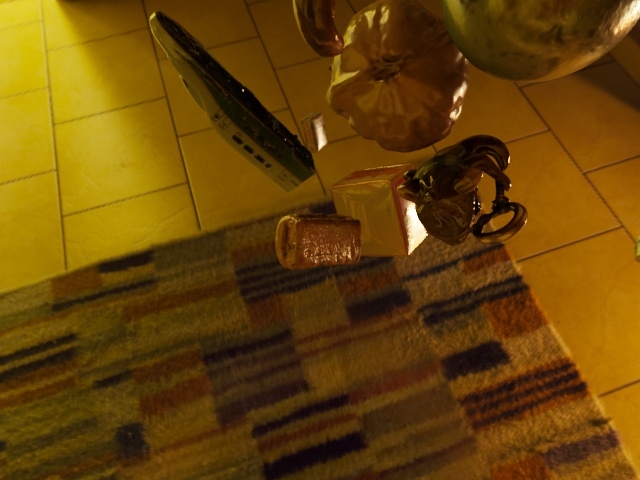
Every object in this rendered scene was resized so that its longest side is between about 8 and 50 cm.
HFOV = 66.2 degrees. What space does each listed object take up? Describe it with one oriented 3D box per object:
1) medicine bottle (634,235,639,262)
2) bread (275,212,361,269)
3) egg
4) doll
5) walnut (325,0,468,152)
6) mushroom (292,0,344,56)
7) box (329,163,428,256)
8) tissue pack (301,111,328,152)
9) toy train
[{"bbox_3d":[1.079,0.030,1.639,0.052,0.052,0.089,17,59,10],"label":"medicine bottle"},{"bbox_3d":[0.000,0.000,1.016,0.083,0.210,0.114,4,93,44],"label":"bread"},{"bbox_3d":[0.371,-0.447,0.815,0.344,0.345,0.428,26,48,15],"label":"egg"},{"bbox_3d":[0.343,-0.124,1.229,0.317,0.209,0.340,-5,24,25],"label":"doll"},{"bbox_3d":[0.197,-0.386,1.194,0.383,0.384,0.384,0,61,1],"label":"walnut"},{"bbox_3d":[-0.007,-0.367,0.719,0.072,0.210,0.094,-5,40,4],"label":"mushroom"},{"bbox_3d":[0.221,-0.110,1.798,0.259,0.284,0.213,0,23,38],"label":"box"},{"bbox_3d":[-0.022,-0.458,2.074,0.060,0.148,0.108,6,33,31],"label":"tissue pack"},{"bbox_3d":[-0.095,-0.141,0.527,0.051,0.234,0.052,-35,42,20],"label":"toy train"}]
